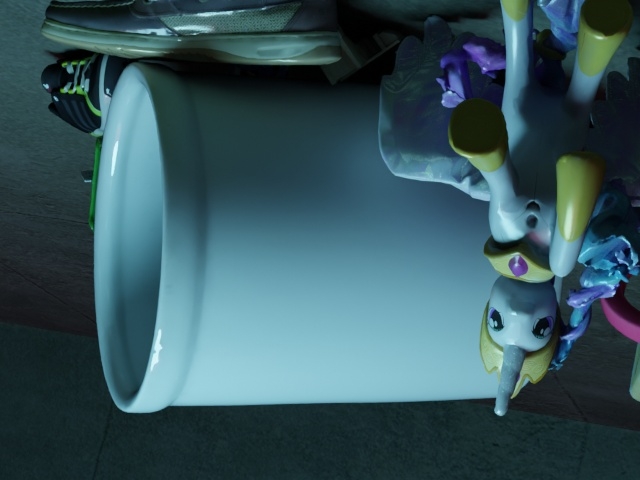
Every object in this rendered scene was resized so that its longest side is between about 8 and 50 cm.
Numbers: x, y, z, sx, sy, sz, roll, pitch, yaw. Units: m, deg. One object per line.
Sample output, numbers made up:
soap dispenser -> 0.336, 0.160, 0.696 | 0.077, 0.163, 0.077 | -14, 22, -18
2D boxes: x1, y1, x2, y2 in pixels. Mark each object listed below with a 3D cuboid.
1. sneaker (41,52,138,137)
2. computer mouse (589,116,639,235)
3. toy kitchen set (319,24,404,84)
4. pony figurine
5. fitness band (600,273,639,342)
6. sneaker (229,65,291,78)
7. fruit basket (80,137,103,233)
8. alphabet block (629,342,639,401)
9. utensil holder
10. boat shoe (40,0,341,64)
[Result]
sneaker -> -0.260, -0.161, 1.902 | 0.097, 0.084, 0.234 | 16, 166, -8
computer mouse -> 0.354, -0.062, 1.793 | 0.184, 0.060, 0.262 | 12, 155, 23
toy kitchen set -> 0.027, -0.198, 1.620 | 0.068, 0.075, 0.083 | -32, -173, 18
pony figurine -> 0.176, -0.079, 1.415 | 0.303, 0.351, 0.363 | 7, 147, 9
fitness band -> 0.445, 0.056, 1.868 | 0.291, 0.209, 0.054 | 6, 134, 22
sneaker -> -0.057, -0.183, 1.701 | 0.059, 0.053, 0.144 | 14, 175, 0
fruit basket -> -0.084, -0.025, 1.986 | 0.353, 0.165, 0.327 | 10, -168, -17
alphabet block -> 0.479, 0.101, 2.049 | 0.193, 0.192, 0.197 | 9, 167, 7
utensil holder -> 0.000, 0.000, 1.676 | 0.385, 0.328, 0.327 | 1, 170, -17
boat shoe -> -0.116, -0.207, 1.575 | 0.285, 0.092, 0.103 | 6, -176, 20
